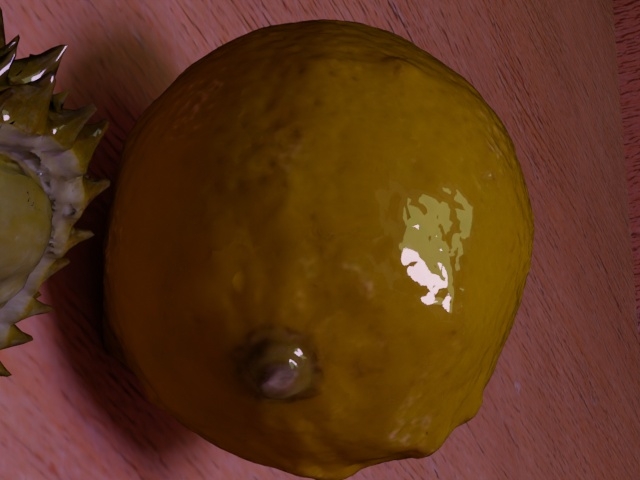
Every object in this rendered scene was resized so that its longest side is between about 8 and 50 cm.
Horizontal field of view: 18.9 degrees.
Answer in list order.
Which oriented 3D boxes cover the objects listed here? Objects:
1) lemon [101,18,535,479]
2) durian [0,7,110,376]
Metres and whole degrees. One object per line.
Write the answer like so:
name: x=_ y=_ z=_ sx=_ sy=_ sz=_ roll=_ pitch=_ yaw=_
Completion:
lemon: x=0.000 y=0.000 z=1.011 sx=0.288 sy=0.233 sz=0.233 roll=-78 pitch=152 yaw=-67
durian: x=-0.178 y=-0.027 z=0.635 sx=0.166 sy=0.172 sz=0.306 roll=-60 pitch=173 yaw=-9
